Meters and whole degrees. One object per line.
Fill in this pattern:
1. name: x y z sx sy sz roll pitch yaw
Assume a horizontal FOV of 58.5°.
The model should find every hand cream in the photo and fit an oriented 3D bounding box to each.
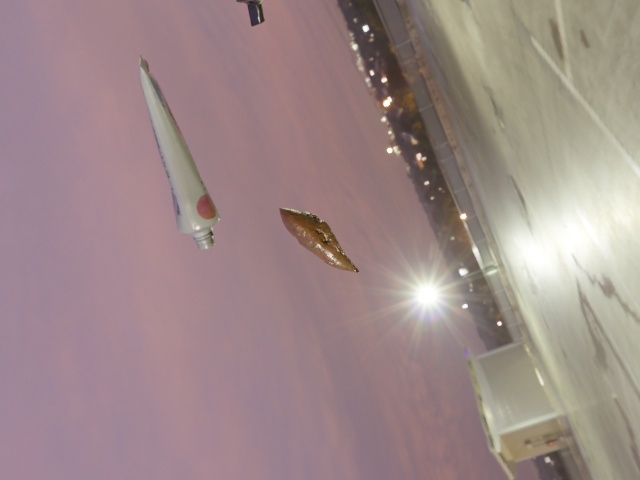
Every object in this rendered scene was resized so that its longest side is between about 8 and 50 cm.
1. hand cream: -0.247 -0.145 0.991 0.124 0.077 0.341 -130 25 -74

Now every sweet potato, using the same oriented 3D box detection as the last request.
1. sweet potato: 0.000 0.000 1.127 0.206 0.068 0.060 44 -168 -13

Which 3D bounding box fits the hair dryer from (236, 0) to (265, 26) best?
1. hair dryer: -0.144 -0.396 0.666 0.320 0.155 0.284 -30 -68 -35
